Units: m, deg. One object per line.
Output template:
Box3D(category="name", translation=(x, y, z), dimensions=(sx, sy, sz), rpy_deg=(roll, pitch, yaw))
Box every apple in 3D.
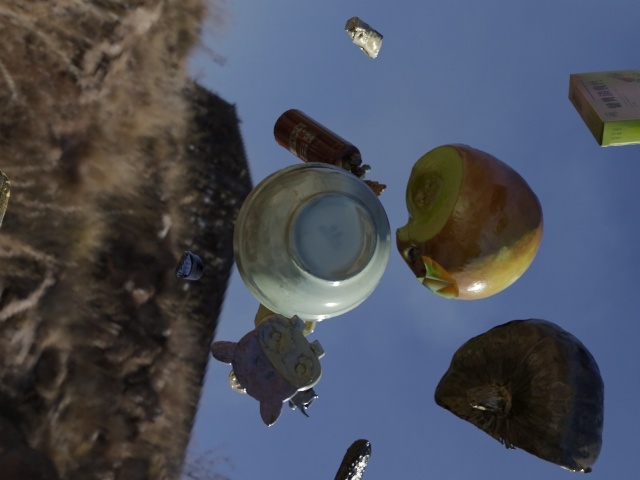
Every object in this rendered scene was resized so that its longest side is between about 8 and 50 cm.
Box3D(category="apple", translation=(0.353, -0.037, 2.406), dimensions=(0.374, 0.384, 0.374), rpy_deg=(-45, 164, -17))

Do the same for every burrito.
Box3D(category="burrito", translation=(0.098, -0.438, 2.075), dimensions=(0.055, 0.149, 0.041), rpy_deg=(-13, -110, 24))

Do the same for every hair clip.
Box3D(category="hair clip", translation=(-0.062, 0.201, 1.510), dimensions=(0.146, 0.187, 0.056), rpy_deg=(-37, -161, -2))

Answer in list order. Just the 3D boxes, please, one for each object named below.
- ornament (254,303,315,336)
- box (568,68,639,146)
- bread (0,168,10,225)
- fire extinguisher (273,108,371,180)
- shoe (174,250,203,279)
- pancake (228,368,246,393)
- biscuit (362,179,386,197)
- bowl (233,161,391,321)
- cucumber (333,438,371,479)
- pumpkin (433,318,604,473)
Box3D(category="ornament", translation=(-0.082, 0.139, 2.131), dimensions=(0.201, 0.059, 0.180), rpy_deg=(-36, -118, 53))
Box3D(category="box", translation=(0.646, -0.286, 2.040), dimensions=(0.260, 0.175, 0.062), rpy_deg=(-95, -179, -58))
Box3D(category="bread", translation=(-0.525, -0.030, 1.359), dimensions=(0.190, 0.132, 0.114), rpy_deg=(-45, -149, 39))
Box3D(category="fire extinguisher", translation=(-0.001, -0.207, 2.337), dimensions=(0.337, 0.147, 0.107), rpy_deg=(39, -39, 44))
Box3D(category="shoe", translation=(-0.291, 0.062, 2.199), dimensions=(0.159, 0.053, 0.062), rpy_deg=(72, 41, -87))
Box3D(category="pancake", translation=(-0.163, 0.331, 2.383), dimensions=(0.139, 0.139, 0.022), rpy_deg=(-52, -137, 24))
Box3D(category="biscuit", translation=(0.130, -0.140, 2.578), dimensions=(0.082, 0.016, 0.092), rpy_deg=(-28, -137, -13))
Box3D(category="bowl", translation=(0.000, 0.000, 1.798), dimensions=(0.307, 0.307, 0.163), rpy_deg=(-64, -166, -10))
Box3D(category="cucumber", translation=(0.079, 0.611, 2.512), dimensions=(0.072, 0.072, 0.300), rpy_deg=(-88, -168, -55))
Box3D(category="pumpkin", translation=(0.359, 0.250, 1.708), dimensions=(0.325, 0.242, 0.232), rpy_deg=(18, -89, 43))
